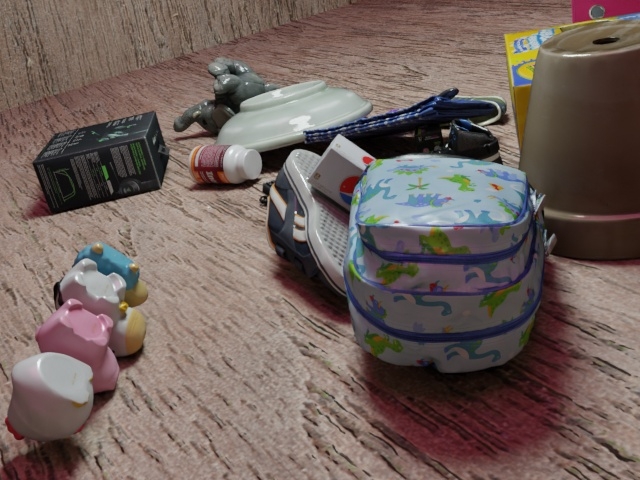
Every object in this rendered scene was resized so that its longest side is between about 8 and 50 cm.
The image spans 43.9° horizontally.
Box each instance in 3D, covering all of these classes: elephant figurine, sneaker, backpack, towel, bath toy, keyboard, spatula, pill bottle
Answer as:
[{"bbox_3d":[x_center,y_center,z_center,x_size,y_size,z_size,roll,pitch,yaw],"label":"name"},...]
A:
[{"bbox_3d":[-0.253,-0.349,2.103,0.169,0.239,0.186,-11,47,-45],"label":"elephant figurine"},{"bbox_3d":[0.230,-0.166,1.471,0.217,0.121,0.079,1,27,28],"label":"sneaker"},{"bbox_3d":[0.153,0.016,1.007,0.290,0.273,0.355,8,42,10],"label":"backpack"},{"bbox_3d":[0.160,-0.248,1.642,0.336,0.040,0.243,-6,3,40],"label":"towel"},{"bbox_3d":[-0.326,0.148,1.077,0.129,0.151,0.348,-47,17,22],"label":"bath toy"},{"bbox_3d":[0.314,-0.282,1.747,0.192,0.064,0.086,-4,21,12],"label":"sneaker"},{"bbox_3d":[-0.065,-0.092,1.582,0.108,0.023,0.180,-22,25,-17],"label":"keyboard"},{"bbox_3d":[0.214,-0.284,1.715,0.084,0.030,0.296,-9,0,-24],"label":"spatula"},{"bbox_3d":[0.000,0.000,1.248,0.126,0.127,0.321,15,34,-30],"label":"sneaker"},{"bbox_3d":[-0.208,-0.167,1.737,0.152,0.086,0.086,3,29,33],"label":"pill bottle"}]

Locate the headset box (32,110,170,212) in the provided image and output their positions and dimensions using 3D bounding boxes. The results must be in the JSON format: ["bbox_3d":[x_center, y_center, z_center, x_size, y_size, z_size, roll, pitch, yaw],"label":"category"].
[{"bbox_3d":[-0.503,-0.196,1.895,0.283,0.131,0.246,-14,24,-1],"label":"headset box"}]

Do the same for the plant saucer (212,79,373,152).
[{"bbox_3d":[-0.079,-0.306,1.897,0.400,0.100,0.400,-15,17,5],"label":"plant saucer"}]

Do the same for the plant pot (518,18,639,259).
[{"bbox_3d":[0.432,-0.166,1.184,0.323,0.280,0.323,-12,24,5],"label":"plant pot"}]

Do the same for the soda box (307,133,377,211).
[{"bbox_3d":[0.091,-0.070,1.241,0.216,0.074,0.069,34,29,-6],"label":"soda box"}]

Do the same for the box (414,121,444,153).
[{"bbox_3d":[0.216,-0.183,1.560,0.052,0.083,0.062,-8,25,12],"label":"box"}]

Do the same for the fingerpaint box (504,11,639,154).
[{"bbox_3d":[0.570,-0.330,1.603,0.371,0.163,0.445,-6,25,15],"label":"fingerpaint box"}]

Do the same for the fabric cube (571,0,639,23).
[{"bbox_3d":[0.776,-0.603,1.984,0.258,0.254,0.259,1,27,25],"label":"fabric cube"}]
